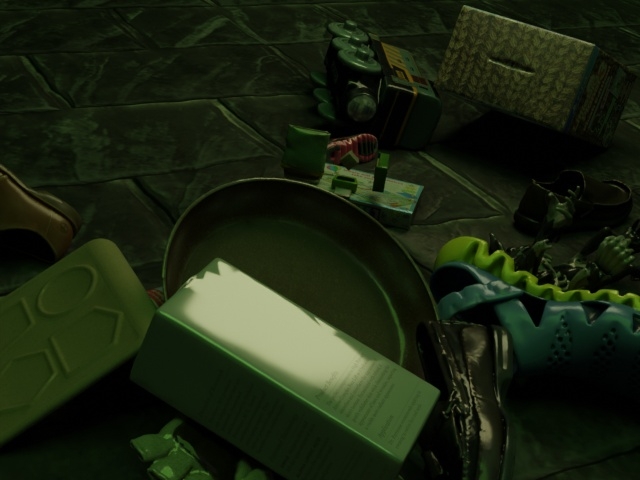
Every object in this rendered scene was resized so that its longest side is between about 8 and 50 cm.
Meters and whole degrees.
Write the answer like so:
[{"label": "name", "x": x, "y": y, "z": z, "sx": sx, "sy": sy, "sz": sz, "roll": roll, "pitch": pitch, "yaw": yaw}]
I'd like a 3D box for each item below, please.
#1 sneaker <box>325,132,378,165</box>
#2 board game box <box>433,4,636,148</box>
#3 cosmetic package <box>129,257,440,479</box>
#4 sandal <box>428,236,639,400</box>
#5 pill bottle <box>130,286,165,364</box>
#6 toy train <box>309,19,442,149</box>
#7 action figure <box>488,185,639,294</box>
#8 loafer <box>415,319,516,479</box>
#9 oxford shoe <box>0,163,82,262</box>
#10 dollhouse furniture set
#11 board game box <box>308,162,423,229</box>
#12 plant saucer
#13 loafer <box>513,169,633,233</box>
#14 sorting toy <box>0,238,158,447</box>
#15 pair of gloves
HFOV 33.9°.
[{"label": "sneaker", "x": 0.035, "y": -0.145, "z": 1.632, "sx": 0.119, "sy": 0.047, "sz": 0.057, "roll": -11, "pitch": 22, "yaw": -36}, {"label": "board game box", "x": 0.365, "y": -0.267, "z": 1.756, "sx": 0.232, "sy": 0.141, "sz": 0.291, "roll": 24, "pitch": 10, "yaw": 27}, {"label": "cosmetic package", "x": -0.028, "y": 0.121, "z": 0.875, "sx": 0.231, "sy": 0.085, "sz": 0.117, "roll": 30, "pitch": 30, "yaw": 9}, {"label": "sandal", "x": 0.242, "y": 0.109, "z": 1.142, "sx": 0.317, "sy": 0.126, "sz": 0.138, "roll": 18, "pitch": 39, "yaw": 28}, {"label": "pill bottle", "x": -0.122, "y": 0.081, "z": 1.100, "sx": 0.160, "sy": 0.087, "sz": 0.087, "roll": -16, "pitch": 36, "yaw": -39}, {"label": "toy train", "x": 0.092, "y": -0.267, "z": 1.791, "sx": 0.190, "sy": 0.142, "sz": 0.334, "roll": 16, "pitch": 24, "yaw": -13}, {"label": "action figure", "x": 0.319, "y": 0.017, "z": 1.305, "sx": 0.276, "sy": 0.141, "sz": 0.164, "roll": -5, "pitch": 42, "yaw": -29}, {"label": "loafer", "x": 0.121, "y": 0.172, "z": 0.965, "sx": 0.095, "sy": 0.109, "sz": 0.302, "roll": 18, "pitch": 29, "yaw": 1}, {"label": "oxford shoe", "x": -0.385, "y": -0.042, "z": 1.218, "sx": 0.212, "sy": 0.076, "sz": 0.076, "roll": 27, "pitch": 46, "yaw": -13}, {"label": "dollhouse furniture set", "x": 0.017, "y": -0.103, "z": 1.444, "sx": 0.152, "sy": 0.076, "sz": 0.058, "roll": 11, "pitch": 27, "yaw": 3}, {"label": "board game box", "x": 0.063, "y": -0.065, "z": 1.499, "sx": 0.154, "sy": 0.026, "sz": 0.103, "roll": 14, "pitch": 28, "yaw": 10}, {"label": "plant saucer", "x": -0.019, "y": 0.073, "z": 1.071, "sx": 0.311, "sy": 0.050, "sz": 0.310, "roll": 15, "pitch": 51, "yaw": -20}, {"label": "loafer", "x": 0.382, "y": -0.063, "z": 1.535, "sx": 0.220, "sy": 0.078, "sz": 0.080, "roll": -12, "pitch": 34, "yaw": -35}, {"label": "sorting toy", "x": -0.262, "y": 0.099, "z": 1.018, "sx": 0.208, "sy": 0.038, "sz": 0.193, "roll": -31, "pitch": 40, "yaw": -11}, {"label": "pair of gloves", "x": -0.020, "y": 0.209, "z": 0.868, "sx": 0.240, "sy": 0.042, "sz": 0.204, "roll": 43, "pitch": 38, "yaw": 16}]
